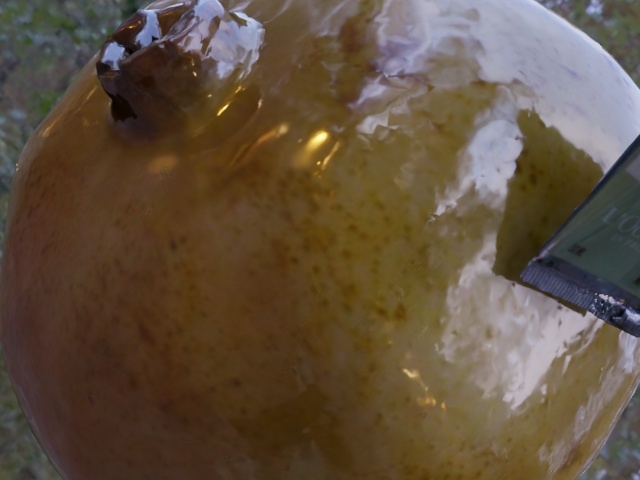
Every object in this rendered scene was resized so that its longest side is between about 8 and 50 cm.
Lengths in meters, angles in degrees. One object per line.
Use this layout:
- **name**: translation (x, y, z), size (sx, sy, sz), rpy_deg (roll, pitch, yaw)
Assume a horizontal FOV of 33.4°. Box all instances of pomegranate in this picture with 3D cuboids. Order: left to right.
- **pomegranate**: translation (0.000, 0.000, 0.654), size (0.417, 0.417, 0.416), rpy_deg (43, -14, 13)

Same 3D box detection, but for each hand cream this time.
- **hand cream**: translation (0.189, -0.056, 0.465), size (0.086, 0.235, 0.055), rpy_deg (26, 20, -29)
